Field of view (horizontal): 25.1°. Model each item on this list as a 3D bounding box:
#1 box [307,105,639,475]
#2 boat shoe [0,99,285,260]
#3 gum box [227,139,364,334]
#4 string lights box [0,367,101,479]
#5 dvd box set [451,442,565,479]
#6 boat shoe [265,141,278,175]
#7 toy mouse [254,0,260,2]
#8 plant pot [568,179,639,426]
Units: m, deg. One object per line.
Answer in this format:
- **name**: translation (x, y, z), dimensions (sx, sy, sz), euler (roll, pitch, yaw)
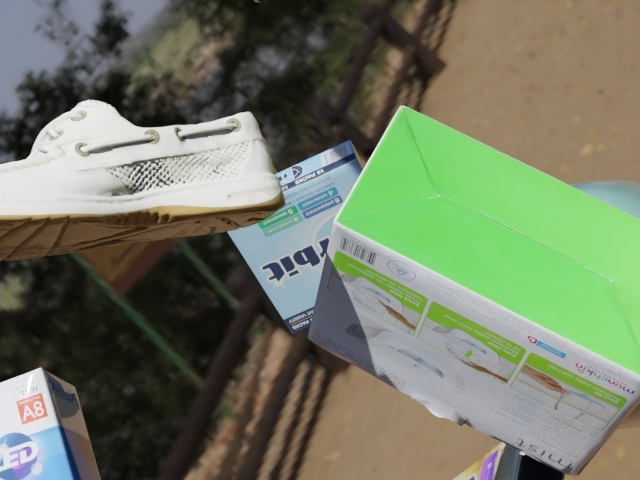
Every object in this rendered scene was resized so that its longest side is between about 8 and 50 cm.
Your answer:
- **box**: translation (0.137, 0.051, 1.149), dimensions (0.126, 0.262, 0.231), euler (-60, -9, -25)
- **boat shoe**: translation (-0.157, -0.047, 0.983), dimensions (0.277, 0.096, 0.098), euler (-6, -12, -36)
- **gum box**: translation (0.000, 0.000, 1.542), dimensions (0.157, 0.184, 0.041), euler (-25, 37, 8)
- **string lights box**: translation (-0.200, 0.231, 0.953), dimensions (0.133, 0.259, 0.077), euler (-20, -17, 3)
- **dvd box set**: translation (0.159, 0.430, 1.730), dimensions (0.420, 0.062, 0.307), euler (125, 163, -56)
- **boat shoe**: translation (-0.082, -0.082, 2.027), dimensions (0.045, 0.050, 0.135), euler (105, 156, -66)
- **toy mouse**: translation (-0.104, -0.350, 1.663), dimensions (0.031, 0.161, 0.143), euler (-21, -35, -28)
- **plant pot**: translation (0.298, 0.069, 1.576), dimensions (0.293, 0.293, 0.235), euler (-49, -17, 12)
